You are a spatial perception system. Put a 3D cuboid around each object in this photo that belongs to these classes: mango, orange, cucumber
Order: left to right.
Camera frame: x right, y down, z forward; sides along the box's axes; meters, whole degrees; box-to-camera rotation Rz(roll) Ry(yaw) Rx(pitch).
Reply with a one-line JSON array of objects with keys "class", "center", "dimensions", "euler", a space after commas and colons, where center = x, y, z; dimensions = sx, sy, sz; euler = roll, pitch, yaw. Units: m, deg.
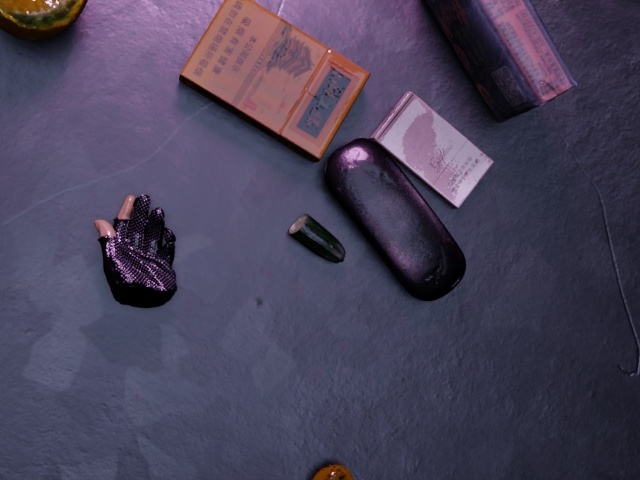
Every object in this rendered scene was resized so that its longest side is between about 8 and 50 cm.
[{"class": "orange", "center": [-0.471, -0.429, 1.758], "dimensions": [0.179, 0.158, 0.237], "euler": [-35, 91, -14]}, {"class": "cucumber", "center": [0.000, 0.000, 1.883], "dimensions": [0.105, 0.048, 0.048], "euler": [37, 84, -9]}, {"class": "mango", "center": [0.016, 0.435, 1.874], "dimensions": [0.079, 0.057, 0.114], "euler": [17, 95, -12]}]

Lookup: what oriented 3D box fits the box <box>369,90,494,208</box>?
[{"class": "box", "center": [0.196, -0.158, 1.926], "dimensions": [0.198, 0.029, 0.109], "euler": [39, 83, -8]}]

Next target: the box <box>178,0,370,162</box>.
[{"class": "box", "center": [-0.077, -0.275, 1.861], "dimensions": [0.274, 0.076, 0.174], "euler": [31, 86, -7]}]

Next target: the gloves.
[{"class": "gloves", "center": [-0.304, 0.013, 1.821], "dimensions": [0.129, 0.106, 0.180], "euler": [-4, 61, -10]}]

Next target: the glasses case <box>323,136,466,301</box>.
[{"class": "glasses case", "center": [0.128, -0.035, 1.889], "dimensions": [0.122, 0.075, 0.314], "euler": [-39, 95, -6]}]

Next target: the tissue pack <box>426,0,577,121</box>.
[{"class": "tissue pack", "center": [0.283, -0.358, 1.843], "dimensions": [0.103, 0.228, 0.315], "euler": [-31, 93, -8]}]
